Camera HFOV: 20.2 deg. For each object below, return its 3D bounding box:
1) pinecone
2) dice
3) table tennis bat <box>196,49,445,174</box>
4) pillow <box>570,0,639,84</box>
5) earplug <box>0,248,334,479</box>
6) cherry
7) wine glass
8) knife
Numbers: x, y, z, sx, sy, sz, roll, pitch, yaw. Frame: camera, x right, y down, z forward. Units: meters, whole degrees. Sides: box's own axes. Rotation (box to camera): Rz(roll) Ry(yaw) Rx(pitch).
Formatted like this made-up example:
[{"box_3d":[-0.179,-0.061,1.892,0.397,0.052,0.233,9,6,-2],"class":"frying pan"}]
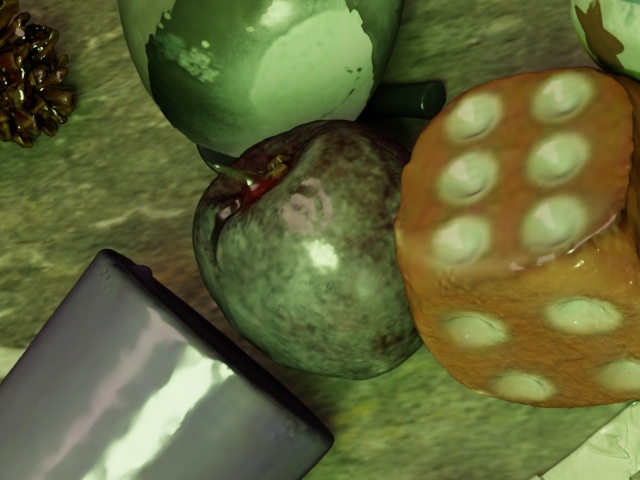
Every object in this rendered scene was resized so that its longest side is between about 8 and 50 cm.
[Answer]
[{"box_3d":[-0.299,-0.145,1.601,0.173,0.173,0.174,-16,54,23],"class":"pinecone"},{"box_3d":[0.156,0.000,1.197,0.174,0.179,0.175,-10,56,30],"class":"dice"},{"box_3d":[-0.006,-0.114,1.476,0.236,0.027,0.150,2,61,34],"class":"table tennis bat"},{"box_3d":[0.277,-0.127,1.193,0.233,0.214,0.086,20,94,38],"class":"pillow"},{"box_3d":[-0.209,0.241,1.262,0.456,0.215,0.215,-50,48,-1],"class":"earplug"},{"box_3d":[0.003,0.009,1.285,0.195,0.195,0.195,-16,54,23],"class":"cherry"},{"box_3d":[-0.043,-0.227,1.415,0.238,0.238,0.323,-23,41,17],"class":"wine glass"},{"box_3d":[0.164,0.164,1.197,0.298,0.017,0.047,-36,48,1],"class":"knife"}]
